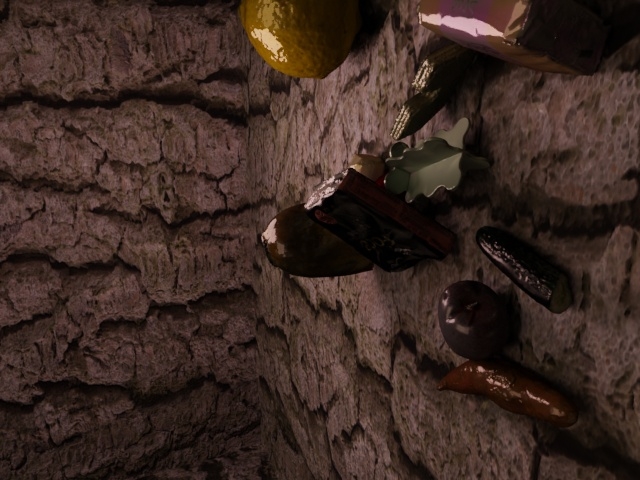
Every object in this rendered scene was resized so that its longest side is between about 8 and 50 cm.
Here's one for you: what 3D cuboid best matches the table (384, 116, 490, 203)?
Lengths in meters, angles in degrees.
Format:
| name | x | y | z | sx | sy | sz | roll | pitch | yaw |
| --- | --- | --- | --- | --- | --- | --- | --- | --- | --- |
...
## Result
| name | x | y | z | sx | sy | sz | roll | pitch | yaw |
| --- | --- | --- | --- | --- | --- | --- | --- | --- | --- |
| table | 0.258 | -0.174 | 0.995 | 0.198 | 0.167 | 0.166 | 165 | 99 | -66 |

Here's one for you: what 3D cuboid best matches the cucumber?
| name | x | y | z | sx | sy | sz | roll | pitch | yaw |
| --- | --- | --- | --- | --- | --- | --- | --- | --- | --- |
| cucumber | 0.385 | 0.042 | 0.868 | 0.241 | 0.075 | 0.074 | -125 | 37 | -51 |

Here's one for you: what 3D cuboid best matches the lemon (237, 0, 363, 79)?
| name | x | y | z | sx | sy | sz | roll | pitch | yaw |
| --- | --- | --- | --- | --- | --- | --- | --- | --- | --- |
| lemon | -0.063 | -0.675 | 1.347 | 0.350 | 0.388 | 0.349 | -173 | 90 | -88 |

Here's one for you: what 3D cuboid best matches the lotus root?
| name | x | y | z | sx | sy | sz | roll | pitch | yaw |
| --- | --- | --- | --- | --- | --- | --- | --- | --- | --- |
| lotus root | 0.000 | 0.000 | 1.357 | 0.250 | 0.346 | 0.250 | -7 | -90 | -89 |

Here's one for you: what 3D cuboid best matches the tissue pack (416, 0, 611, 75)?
| name | x | y | z | sx | sy | sz | roll | pitch | yaw |
| --- | --- | --- | --- | --- | --- | --- | --- | --- | --- |
| tissue pack | 0.320 | -0.372 | 0.748 | 0.256 | 0.215 | 0.122 | 51 | 130 | 51 |

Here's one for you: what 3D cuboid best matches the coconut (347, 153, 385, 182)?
| name | x | y | z | sx | sy | sz | roll | pitch | yaw |
| --- | --- | --- | --- | --- | --- | --- | --- | --- | --- |
| coconut | 0.133 | -0.193 | 1.337 | 0.116 | 0.116 | 0.122 | -136 | 50 | -56 |

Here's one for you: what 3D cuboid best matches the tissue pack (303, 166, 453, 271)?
| name | x | y | z | sx | sy | sz | roll | pitch | yaw |
| --- | --- | --- | --- | --- | --- | --- | --- | --- | --- |
| tissue pack | 0.138 | -0.041 | 1.111 | 0.123 | 0.332 | 0.245 | -63 | 16 | -17 |

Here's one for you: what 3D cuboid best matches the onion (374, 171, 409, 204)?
| name | x | y | z | sx | sy | sz | roll | pitch | yaw |
| --- | --- | --- | --- | --- | --- | --- | --- | --- | --- |
| onion | 0.189 | -0.122 | 1.213 | 0.131 | 0.131 | 0.131 | 174 | 90 | -67 |

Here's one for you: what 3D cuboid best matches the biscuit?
| name | x | y | z | sx | sy | sz | roll | pitch | yaw |
| --- | --- | --- | --- | --- | --- | --- | --- | --- | --- |
| biscuit | 0.246 | -0.330 | 0.987 | 0.046 | 0.147 | 0.250 | 51 | 155 | 14 |

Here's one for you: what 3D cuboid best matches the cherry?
| name | x | y | z | sx | sy | sz | roll | pitch | yaw |
| --- | --- | --- | --- | --- | --- | --- | --- | --- | --- |
| cherry | 0.327 | 0.177 | 0.953 | 0.176 | 0.140 | 0.176 | 162 | 90 | -86 |

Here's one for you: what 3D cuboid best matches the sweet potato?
| name | x | y | z | sx | sy | sz | roll | pitch | yaw |
| --- | --- | --- | --- | --- | --- | --- | --- | --- | --- |
| sweet potato | 0.378 | 0.296 | 0.921 | 0.106 | 0.095 | 0.355 | -55 | 16 | -20 |
